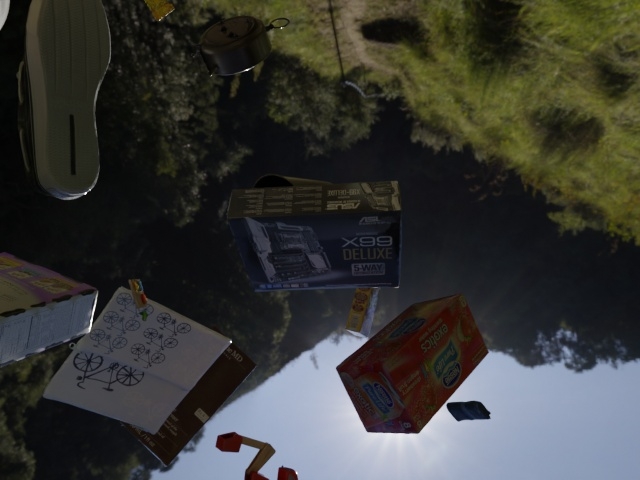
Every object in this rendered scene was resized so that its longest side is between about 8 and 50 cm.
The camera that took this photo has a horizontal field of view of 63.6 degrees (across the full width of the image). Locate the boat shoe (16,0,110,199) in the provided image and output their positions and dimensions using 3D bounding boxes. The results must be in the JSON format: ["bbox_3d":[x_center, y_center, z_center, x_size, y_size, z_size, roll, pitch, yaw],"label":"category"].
[{"bbox_3d":[-0.403,-0.229,0.772,0.119,0.335,0.121,1,176,32],"label":"boat shoe"}]

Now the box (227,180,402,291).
[{"bbox_3d":[0.000,0.000,0.995,0.307,0.242,0.076,-2,-128,5],"label":"box"}]

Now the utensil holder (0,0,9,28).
[{"bbox_3d":[-0.754,-0.389,0.855,0.327,0.327,0.385,-12,-134,2],"label":"utensil holder"}]

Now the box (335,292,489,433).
[{"bbox_3d":[0.168,0.208,0.900,0.257,0.128,0.122,-28,-176,-42],"label":"box"}]

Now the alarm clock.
[{"bbox_3d":[-0.143,-0.376,0.959,0.192,0.064,0.129,-29,-134,-13],"label":"alarm clock"}]

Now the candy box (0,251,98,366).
[{"bbox_3d":[-0.413,0.083,0.634,0.165,0.070,0.196,18,-168,14],"label":"candy box"}]

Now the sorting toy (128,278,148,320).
[{"bbox_3d":[-0.341,0.113,0.982,0.012,0.083,0.062,-18,177,-5],"label":"sorting toy"}]

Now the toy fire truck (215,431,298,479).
[{"bbox_3d":[-0.133,0.488,1.113,0.192,0.135,0.047,12,167,-28],"label":"toy fire truck"}]

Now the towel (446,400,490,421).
[{"bbox_3d":[0.419,0.485,1.468,0.119,0.067,0.029,-26,-159,51],"label":"towel"}]

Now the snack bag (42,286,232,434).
[{"bbox_3d":[-0.435,0.303,1.231,0.342,0.323,0.037,-50,-146,7],"label":"snack bag"}]

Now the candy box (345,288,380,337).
[{"bbox_3d":[0.142,0.213,1.676,0.053,0.186,0.109,9,164,24],"label":"candy box"}]

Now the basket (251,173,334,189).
[{"bbox_3d":[-0.041,-0.074,1.262,0.154,0.204,0.227,-25,180,29],"label":"basket"}]

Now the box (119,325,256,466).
[{"bbox_3d":[-0.394,0.467,1.569,0.381,0.191,0.143,-47,178,-27],"label":"box"}]

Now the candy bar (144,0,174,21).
[{"bbox_3d":[-0.326,-0.473,0.925,0.040,0.161,0.018,-36,-174,-4],"label":"candy bar"}]
